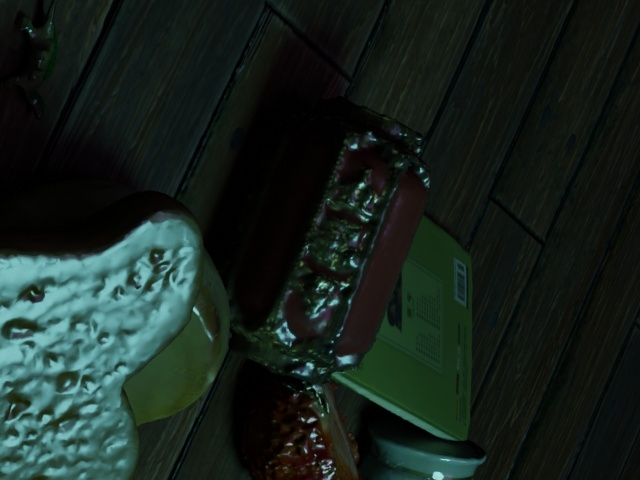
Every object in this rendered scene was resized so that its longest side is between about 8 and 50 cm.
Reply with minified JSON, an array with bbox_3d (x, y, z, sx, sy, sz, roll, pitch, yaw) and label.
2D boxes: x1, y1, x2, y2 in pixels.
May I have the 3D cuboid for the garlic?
[{"bbox_3d":[-0.192,0.044,1.662,0.196,0.151,0.338,-56,145,-7],"label":"garlic"}]

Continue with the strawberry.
[{"bbox_3d":[-0.026,0.216,2.069,0.175,0.107,0.236,-85,166,-55],"label":"strawberry"}]

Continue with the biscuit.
[{"bbox_3d":[-0.282,0.080,1.501,0.394,0.076,0.368,3,116,-41],"label":"biscuit"}]

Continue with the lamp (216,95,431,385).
[{"bbox_3d":[0.000,0.000,1.911,0.177,0.177,0.274,22,88,-60],"label":"lamp"}]

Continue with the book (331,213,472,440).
[{"bbox_3d":[0.091,0.072,2.147,0.352,0.035,0.239,33,56,-59],"label":"book"}]

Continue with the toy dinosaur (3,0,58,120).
[{"bbox_3d":[-0.226,-0.158,1.596,0.060,0.029,0.119,10,93,-75],"label":"toy dinosaur"}]

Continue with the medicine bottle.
[{"bbox_3d":[0.109,0.289,2.274,0.147,0.147,0.143,0,106,-58],"label":"medicine bottle"}]
